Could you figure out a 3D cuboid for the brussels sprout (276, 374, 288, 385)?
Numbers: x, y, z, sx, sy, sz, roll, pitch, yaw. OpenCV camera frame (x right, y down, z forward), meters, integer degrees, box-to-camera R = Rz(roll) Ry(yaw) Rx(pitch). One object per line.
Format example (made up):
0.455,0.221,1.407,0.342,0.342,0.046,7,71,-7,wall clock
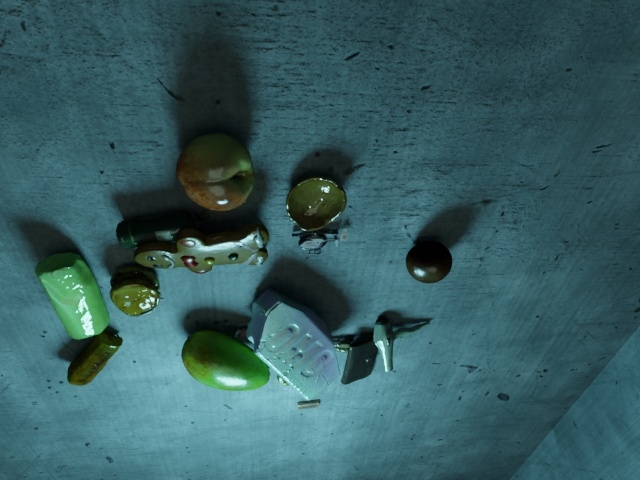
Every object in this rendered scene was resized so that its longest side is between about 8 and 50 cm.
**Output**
-0.171,0.656,1.953,0.083,0.046,0.051,28,76,-20,brussels sprout

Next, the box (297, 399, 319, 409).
-0.062,0.849,2.135,0.115,0.025,0.048,-5,127,-4,box

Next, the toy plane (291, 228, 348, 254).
0.001,0.001,1.454,0.197,0.053,0.078,-5,120,1,toy plane

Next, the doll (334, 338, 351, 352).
-0.015,0.469,1.807,0.285,0.091,0.203,-20,141,7,doll

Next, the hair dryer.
0.349,0.459,1.804,0.267,0.092,0.229,7,95,-15,hair dryer

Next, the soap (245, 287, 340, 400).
-0.102,0.396,1.628,0.261,0.156,0.446,-39,115,-1,soap

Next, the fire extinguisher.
-0.486,-0.041,1.324,0.294,0.093,0.118,-9,155,-2,fire extinguisher

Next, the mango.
-0.380,0.499,1.678,0.381,0.201,0.225,29,111,-15,mango

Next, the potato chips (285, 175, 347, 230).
-0.015,-0.126,1.342,0.195,0.062,0.208,2,129,-3,potato chips

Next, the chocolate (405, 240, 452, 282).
0.397,0.091,1.518,0.176,0.177,0.177,-4,129,-5,chocolate

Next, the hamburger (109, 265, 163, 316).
-0.647,0.176,1.465,0.185,0.113,0.177,19,118,-31,hamburger

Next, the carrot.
-0.906,0.468,1.654,0.114,0.114,0.302,34,113,-30,carrot

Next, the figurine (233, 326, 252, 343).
-0.294,0.391,1.723,0.129,0.054,0.072,22,106,-15,figurine

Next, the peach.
-0.304,-0.197,1.175,0.232,0.233,0.233,-4,129,-5,peach

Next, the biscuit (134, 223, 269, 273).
-0.384,0.050,1.361,0.431,0.064,0.283,-5,153,-10,biscuit

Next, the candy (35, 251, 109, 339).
-0.845,0.196,1.430,0.142,0.132,0.344,6,129,7,candy

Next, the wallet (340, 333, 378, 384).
0.184,0.550,1.896,0.165,0.042,0.310,-11,132,-21,wallet
